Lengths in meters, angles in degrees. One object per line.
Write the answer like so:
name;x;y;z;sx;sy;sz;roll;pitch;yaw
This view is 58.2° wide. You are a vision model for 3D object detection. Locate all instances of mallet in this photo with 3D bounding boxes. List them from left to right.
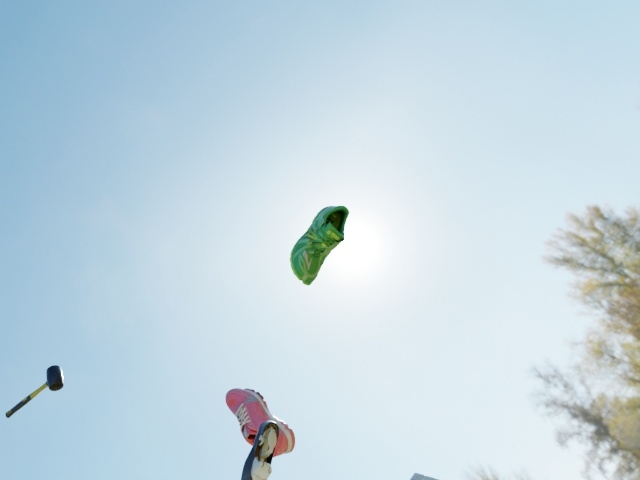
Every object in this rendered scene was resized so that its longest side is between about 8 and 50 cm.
mallet;-0.746;0.393;1.497;0.189;0.062;0.039;-32;-40;11

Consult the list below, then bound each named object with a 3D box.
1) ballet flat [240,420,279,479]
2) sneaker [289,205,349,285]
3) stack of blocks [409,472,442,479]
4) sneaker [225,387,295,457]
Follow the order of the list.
ballet flat;-0.149;0.556;1.470;0.074;0.074;0.203;74;-154;-48
sneaker;0.000;0.000;1.761;0.109;0.123;0.296;36;-120;-19
stack of blocks;0.380;0.768;1.606;0.087;0.297;0.171;-41;-76;-31
sneaker;-0.230;0.621;1.976;0.136;0.313;0.116;-5;-55;-58
